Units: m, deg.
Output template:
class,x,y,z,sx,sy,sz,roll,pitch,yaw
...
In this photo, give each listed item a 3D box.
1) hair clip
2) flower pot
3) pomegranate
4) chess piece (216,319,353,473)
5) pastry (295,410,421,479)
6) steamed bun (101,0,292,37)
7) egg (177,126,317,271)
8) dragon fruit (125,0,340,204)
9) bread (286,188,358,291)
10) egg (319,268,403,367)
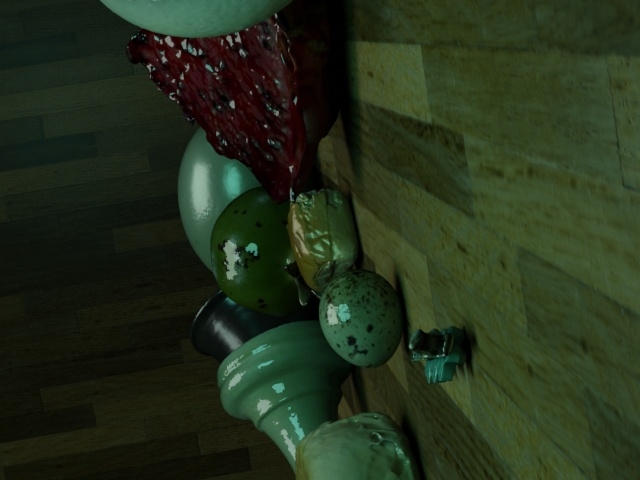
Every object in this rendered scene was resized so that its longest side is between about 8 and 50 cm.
class,x,y,z,sx,sy,sz,roll,pitch,yaw
hair clip,0.094,0.094,1.276,0.173,0.049,0.049,79,-179,-84
flower pot,-0.077,0.158,2.504,0.148,0.235,0.235,56,163,28
pomegranate,-0.046,0.022,2.075,0.224,0.182,0.181,31,134,54
chess piece,-0.011,0.279,2.109,0.194,0.195,0.299,90,160,-63
pastry,0.046,0.312,1.694,0.265,0.133,0.264,171,90,-84
steamed bun,-0.097,-0.319,1.455,0.177,0.283,0.283,24,-129,-61
egg,-0.105,-0.059,2.268,0.203,0.203,0.282,-107,6,-57
dragon fruit,-0.022,-0.242,1.719,0.286,0.228,0.329,48,147,7
bread,0.001,0.000,1.897,0.125,0.082,0.106,101,166,-67
egg,0.043,0.080,1.578,0.085,0.085,0.110,-107,-7,-56
